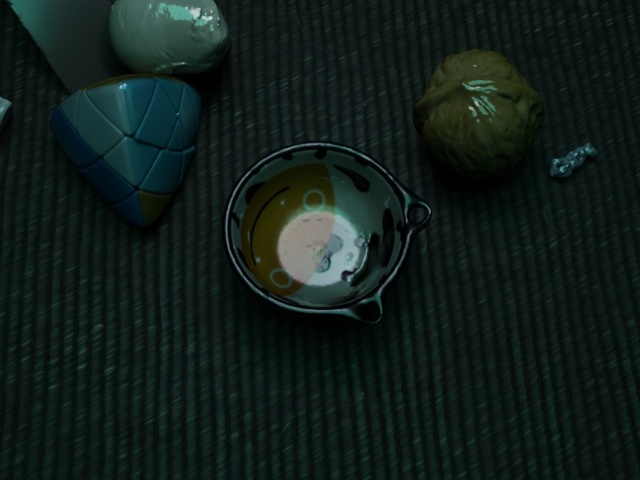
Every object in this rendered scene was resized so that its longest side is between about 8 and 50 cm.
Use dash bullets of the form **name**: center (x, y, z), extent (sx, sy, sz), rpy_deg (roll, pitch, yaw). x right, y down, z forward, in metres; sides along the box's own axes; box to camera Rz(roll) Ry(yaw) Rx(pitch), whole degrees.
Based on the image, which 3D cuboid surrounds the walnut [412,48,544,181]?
- **walnut**: center (0.236, -0.189, 1.419), extent (0.213, 0.213, 0.213), rpy_deg (0, 68, -1)

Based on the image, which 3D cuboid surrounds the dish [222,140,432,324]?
- **dish**: center (0.000, 0.000, 1.387), extent (0.302, 0.120, 0.303), rpy_deg (0, 68, -1)

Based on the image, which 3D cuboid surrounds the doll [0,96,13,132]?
- **doll**: center (-0.634, -0.238, 1.468), extent (0.290, 0.130, 0.161), rpy_deg (24, 75, -7)

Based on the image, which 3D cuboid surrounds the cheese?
- **cheese**: center (-0.238, -0.332, 1.475), extent (0.188, 0.198, 0.155), rpy_deg (-10, 99, -3)

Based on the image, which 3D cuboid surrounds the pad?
- **pad**: center (-0.390, -0.337, 1.524), extent (0.143, 0.003, 0.211), rpy_deg (-35, 102, -13)

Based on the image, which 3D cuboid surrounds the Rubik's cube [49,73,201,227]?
- **Rubik's cube**: center (-0.274, -0.142, 1.392), extent (0.254, 0.254, 0.255), rpy_deg (0, 68, -1)

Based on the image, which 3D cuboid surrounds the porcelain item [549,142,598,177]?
- **porcelain item**: center (0.400, -0.125, 1.493), extent (0.083, 0.028, 0.036), rpy_deg (-30, 55, -10)
